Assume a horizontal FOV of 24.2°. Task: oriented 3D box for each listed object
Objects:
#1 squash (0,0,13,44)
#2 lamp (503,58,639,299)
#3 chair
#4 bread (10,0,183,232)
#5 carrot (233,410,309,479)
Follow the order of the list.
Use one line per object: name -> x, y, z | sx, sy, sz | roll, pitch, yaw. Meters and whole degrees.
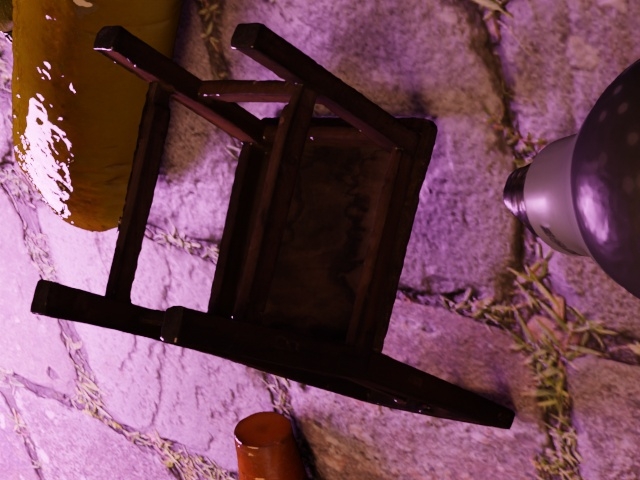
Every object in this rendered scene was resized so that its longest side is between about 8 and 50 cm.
squash -> -0.317, -0.311, 1.379 | 0.080, 0.071, 0.318 | 17, 132, 37
lamp -> 0.239, -0.023, 1.011 | 0.182, 0.182, 0.314 | 48, 163, 3
chair -> 0.000, 0.000, 1.253 | 0.203, 0.416, 0.241 | 4, 79, 43
bread -> -0.220, -0.159, 1.376 | 0.166, 0.112, 0.384 | 36, 141, 17
carrot -> -0.045, 0.275, 1.596 | 0.087, 0.087, 0.193 | 11, 117, 40
